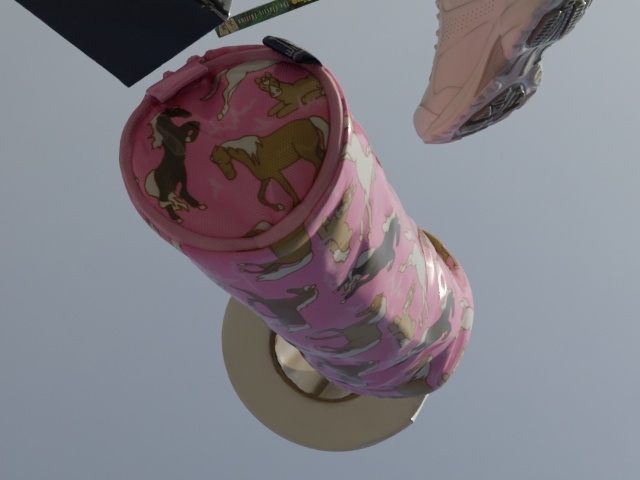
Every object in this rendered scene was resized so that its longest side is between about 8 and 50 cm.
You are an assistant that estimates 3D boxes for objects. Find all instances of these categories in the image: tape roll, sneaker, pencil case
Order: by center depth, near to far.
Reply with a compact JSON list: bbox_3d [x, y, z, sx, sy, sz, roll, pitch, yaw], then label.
[{"bbox_3d":[0.000,0.000,1.068,0.160,0.386,0.167,5,-110,23],"label":"pencil case"},{"bbox_3d":[0.130,-0.170,1.167,0.090,0.115,0.232,-18,157,-35],"label":"sneaker"},{"bbox_3d":[0.027,0.099,1.659,0.246,0.246,0.169,-23,-172,19],"label":"tape roll"}]

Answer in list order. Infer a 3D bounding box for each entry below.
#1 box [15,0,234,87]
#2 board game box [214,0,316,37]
[{"bbox_3d":[-0.232,-0.378,1.553,0.183,0.294,0.296,-29,-144,38],"label":"box"},{"bbox_3d":[-0.033,-0.385,2.305,0.260,0.030,0.136,-15,-171,31],"label":"board game box"}]
